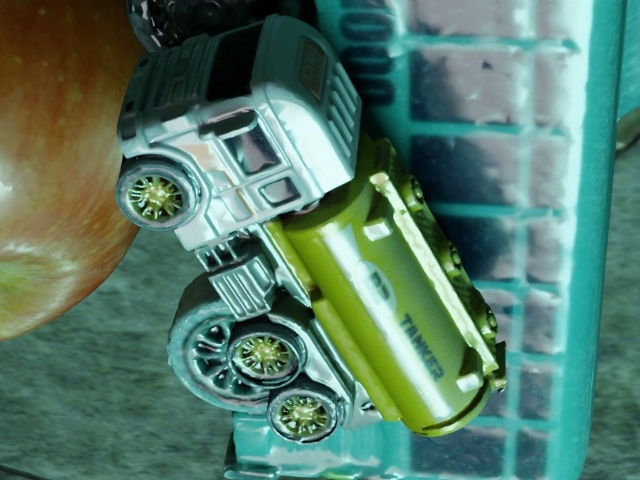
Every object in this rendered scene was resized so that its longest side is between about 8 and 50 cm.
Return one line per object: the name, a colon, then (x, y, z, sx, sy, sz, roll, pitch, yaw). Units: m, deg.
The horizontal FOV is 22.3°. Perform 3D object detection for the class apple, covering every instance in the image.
apple: (-0.137, -0.064, 0.533, 0.199, 0.199, 0.199, 5, 147, 3)

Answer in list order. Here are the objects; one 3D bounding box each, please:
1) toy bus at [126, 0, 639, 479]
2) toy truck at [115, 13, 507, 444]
toy bus: (0.029, -0.053, 0.493, 0.147, 0.128, 0.256, 4, 127, 7)
toy truck: (0.000, 0.000, 0.426, 0.063, 0.052, 0.123, -20, 122, 19)
